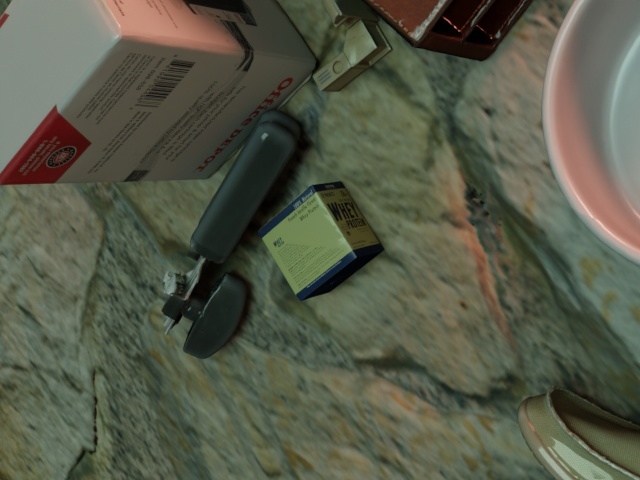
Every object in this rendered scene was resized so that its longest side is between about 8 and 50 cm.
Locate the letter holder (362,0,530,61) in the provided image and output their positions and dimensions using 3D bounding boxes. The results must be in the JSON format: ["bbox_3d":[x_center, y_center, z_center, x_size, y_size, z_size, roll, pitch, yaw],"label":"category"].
[{"bbox_3d":[0.070,-0.330,0.776,0.302,0.152,0.214,46,116,19],"label":"letter holder"}]

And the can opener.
[{"bbox_3d":[-0.091,-0.005,0.978,0.093,0.074,0.280,25,115,-9],"label":"can opener"}]

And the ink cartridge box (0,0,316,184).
[{"bbox_3d":[-0.164,-0.153,0.875,0.197,0.273,0.114,-40,71,29],"label":"ink cartridge box"}]

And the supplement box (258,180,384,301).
[{"bbox_3d":[0.000,0.000,0.916,0.083,0.056,0.083,-39,76,30],"label":"supplement box"}]

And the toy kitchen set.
[{"bbox_3d":[0.007,-0.196,0.879,0.075,0.068,0.083,-34,78,31],"label":"toy kitchen set"}]

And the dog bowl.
[{"bbox_3d":[0.298,-0.098,0.655,0.264,0.104,0.265,-5,82,39],"label":"dog bowl"}]

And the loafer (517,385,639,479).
[{"bbox_3d":[0.286,0.188,0.740,0.268,0.102,0.092,31,111,15],"label":"loafer"}]
